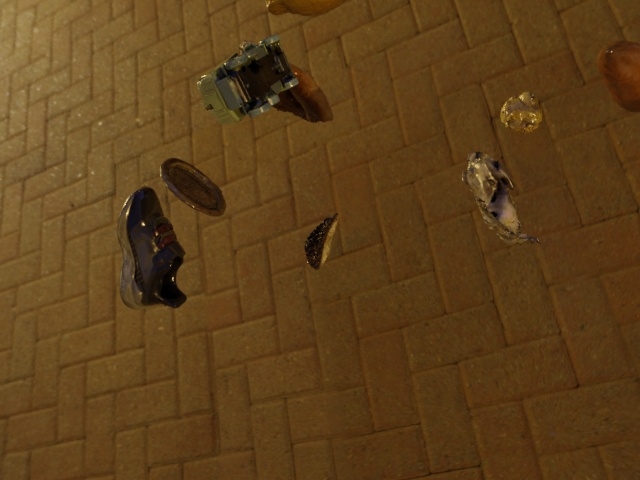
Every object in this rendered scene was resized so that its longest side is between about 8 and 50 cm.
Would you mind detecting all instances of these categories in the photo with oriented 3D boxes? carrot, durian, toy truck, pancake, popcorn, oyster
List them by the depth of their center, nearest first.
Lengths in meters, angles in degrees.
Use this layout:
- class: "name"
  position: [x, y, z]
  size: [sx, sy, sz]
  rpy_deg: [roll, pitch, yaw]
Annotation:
- class: "carrot"
  position: [0.368, -0.201, 0.623]
  size: [0.072, 0.205, 0.072]
  rpy_deg: [2, 93, 43]
- class: "pancake"
  position: [-0.181, -0.077, 0.745]
  size: [0.011, 0.115, 0.114]
  rpy_deg: [-43, 59, 21]
- class: "toy truck"
  position: [-0.117, -0.234, 0.774]
  size: [0.116, 0.085, 0.191]
  rpy_deg: [-13, 27, 25]
- class: "oyster"
  position: [0.282, -0.054, 0.852]
  size: [0.106, 0.199, 0.061]
  rpy_deg: [-36, 19, -29]
- class: "popcorn"
  position: [0.409, -0.261, 1.066]
  size: [0.084, 0.084, 0.084]
  rpy_deg: [-8, 68, 21]
- class: "durian"
  position: [0.008, 0.004, 1.075]
  size: [0.052, 0.066, 0.130]
  rpy_deg: [30, 104, 53]
- class: "pancake"
  position: [-0.122, -0.336, 1.186]
  size: [0.245, 0.266, 0.057]
  rpy_deg: [-8, 54, 30]

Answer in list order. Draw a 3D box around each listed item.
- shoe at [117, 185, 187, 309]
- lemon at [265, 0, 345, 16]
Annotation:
- class: "shoe"
  position: [-0.283, 0.022, 0.907]
  size: [0.112, 0.099, 0.227]
  rpy_deg: [13, 109, 15]
- class: "lemon"
  position: [-0.006, -0.489, 0.873]
  size: [0.256, 0.188, 0.188]
  rpy_deg: [-46, 59, 14]
